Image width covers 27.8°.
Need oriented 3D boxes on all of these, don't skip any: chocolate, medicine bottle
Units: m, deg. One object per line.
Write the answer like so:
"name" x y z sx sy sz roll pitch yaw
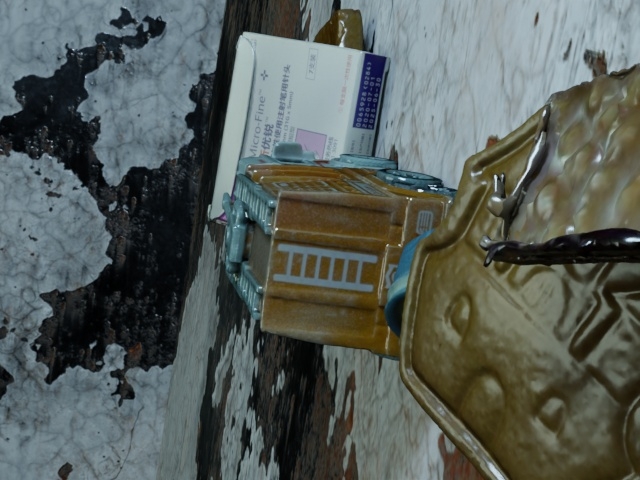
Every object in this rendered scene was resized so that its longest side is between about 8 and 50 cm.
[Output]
"chocolate" 0.164 -0.031 0.427 0.329 0.065 0.102 -5 68 66
"medicine bottle" -0.023 -0.096 1.281 0.171 0.052 0.201 18 101 39

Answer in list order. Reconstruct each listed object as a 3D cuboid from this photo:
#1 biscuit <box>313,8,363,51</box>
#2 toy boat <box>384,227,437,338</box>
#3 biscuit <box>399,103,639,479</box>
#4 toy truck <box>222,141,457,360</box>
"biscuit" 0.004 -0.110 1.386 0.278 0.043 0.301 -98 21 -48
"toy boat" 0.090 0.048 0.777 0.215 0.088 0.102 146 127 -73
"biscuit" 0.117 0.023 0.607 0.182 0.034 0.215 48 124 38
"toy truck" 0.000 0.000 1.049 0.305 0.162 0.136 -138 55 -76
